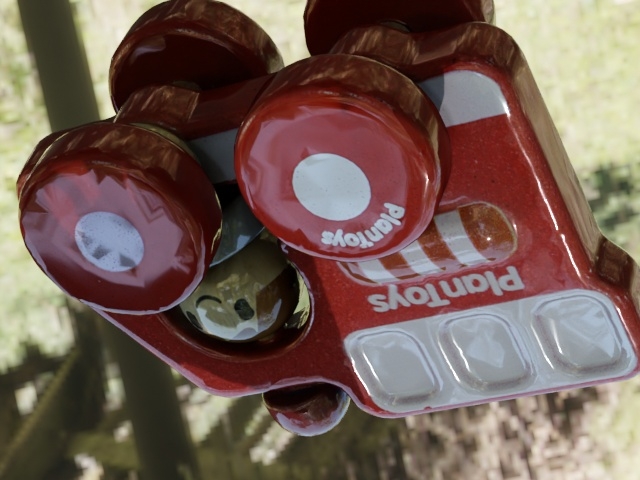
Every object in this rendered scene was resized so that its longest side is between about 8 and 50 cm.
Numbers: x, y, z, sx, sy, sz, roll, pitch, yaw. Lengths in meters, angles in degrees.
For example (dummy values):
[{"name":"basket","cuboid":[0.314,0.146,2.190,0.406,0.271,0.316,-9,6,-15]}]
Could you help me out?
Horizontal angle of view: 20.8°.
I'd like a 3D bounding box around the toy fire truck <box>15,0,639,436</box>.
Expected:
[{"name":"toy fire truck","cuboid":[0.000,0.000,0.927,0.302,0.254,0.169,-14,-150,25]}]
